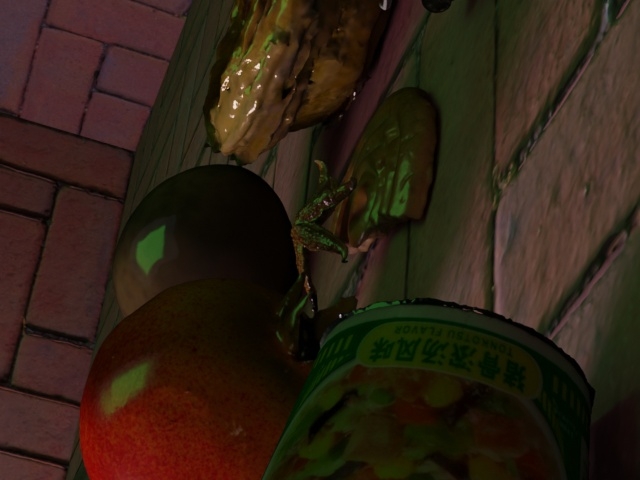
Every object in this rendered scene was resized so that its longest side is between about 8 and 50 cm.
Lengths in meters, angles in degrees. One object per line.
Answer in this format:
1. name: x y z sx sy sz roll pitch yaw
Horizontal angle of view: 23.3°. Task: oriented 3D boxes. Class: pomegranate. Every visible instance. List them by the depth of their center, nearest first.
1. pomegranate: -0.060 0.129 1.184 0.257 0.221 0.221 -38 28 24

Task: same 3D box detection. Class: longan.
1. longan: -0.120 0.030 1.609 0.220 0.196 0.196 -57 20 36

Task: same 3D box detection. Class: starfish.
1. starfish: -0.005 -0.001 1.329 0.133 0.041 0.130 -119 42 -75

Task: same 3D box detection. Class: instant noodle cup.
1. instant noodle cup: 0.043 0.159 0.724 0.207 0.207 0.232 123 168 -55

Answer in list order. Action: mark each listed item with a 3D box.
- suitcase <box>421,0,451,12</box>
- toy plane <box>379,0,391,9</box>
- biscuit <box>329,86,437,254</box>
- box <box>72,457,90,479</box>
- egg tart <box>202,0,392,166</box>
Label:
1. suitcase: 0.114 -0.335 1.161 0.312 0.128 0.202 125 158 -55
2. toy plane: 0.080 -0.275 1.366 0.171 0.066 0.162 -54 -17 -70
3. biscuit: 0.053 -0.061 1.313 0.224 0.033 0.144 159 126 -74
4. box: -0.210 0.373 1.481 0.047 0.180 0.325 -11 46 40
5. egg tart: -0.018 -0.230 1.579 0.352 0.150 0.352 -162 90 -79
